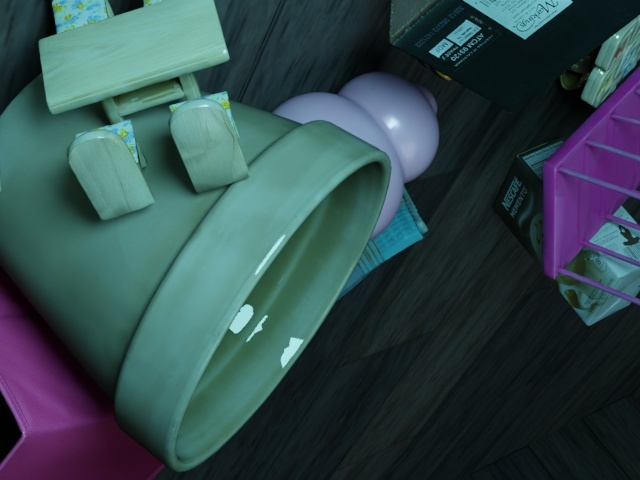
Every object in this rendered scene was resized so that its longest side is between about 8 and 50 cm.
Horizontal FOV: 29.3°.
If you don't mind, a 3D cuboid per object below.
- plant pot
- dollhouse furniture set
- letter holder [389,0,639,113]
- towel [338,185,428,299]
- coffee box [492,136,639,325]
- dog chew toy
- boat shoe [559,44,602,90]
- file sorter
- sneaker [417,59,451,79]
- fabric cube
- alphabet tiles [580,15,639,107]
[{"bbox_3d":[-0.139,-0.009,1.068,0.323,0.280,0.323,-52,166,-19],"label":"plant pot"},{"bbox_3d":[-0.195,-0.141,0.905,0.242,0.212,0.161,-17,145,1],"label":"dollhouse furniture set"},{"bbox_3d":[0.213,-0.300,1.088,0.152,0.214,0.302,25,139,-27],"label":"letter holder"},{"bbox_3d":[0.000,0.000,1.625,0.271,0.040,0.370,-38,156,0],"label":"towel"},{"bbox_3d":[0.386,-0.015,1.861,0.098,0.246,0.141,-23,152,-26],"label":"coffee box"},{"bbox_3d":[-0.006,-0.063,1.324,0.332,0.206,0.207,-38,157,-18],"label":"dog chew toy"},{"bbox_3d":[0.342,-0.247,1.611,0.060,0.064,0.178,-38,159,-3],"label":"boat shoe"},{"bbox_3d":[0.457,-0.077,1.674,0.290,0.182,0.202,-42,141,-32],"label":"file sorter"},{"bbox_3d":[0.135,-0.256,1.293,0.084,0.083,0.215,-28,153,-15],"label":"sneaker"},{"bbox_3d":[-0.303,0.141,1.198,0.258,0.259,0.254,-4,142,-53],"label":"fabric cube"},{"bbox_3d":[0.434,-0.299,1.591,0.284,0.021,0.278,-46,162,-27],"label":"alphabet tiles"}]
